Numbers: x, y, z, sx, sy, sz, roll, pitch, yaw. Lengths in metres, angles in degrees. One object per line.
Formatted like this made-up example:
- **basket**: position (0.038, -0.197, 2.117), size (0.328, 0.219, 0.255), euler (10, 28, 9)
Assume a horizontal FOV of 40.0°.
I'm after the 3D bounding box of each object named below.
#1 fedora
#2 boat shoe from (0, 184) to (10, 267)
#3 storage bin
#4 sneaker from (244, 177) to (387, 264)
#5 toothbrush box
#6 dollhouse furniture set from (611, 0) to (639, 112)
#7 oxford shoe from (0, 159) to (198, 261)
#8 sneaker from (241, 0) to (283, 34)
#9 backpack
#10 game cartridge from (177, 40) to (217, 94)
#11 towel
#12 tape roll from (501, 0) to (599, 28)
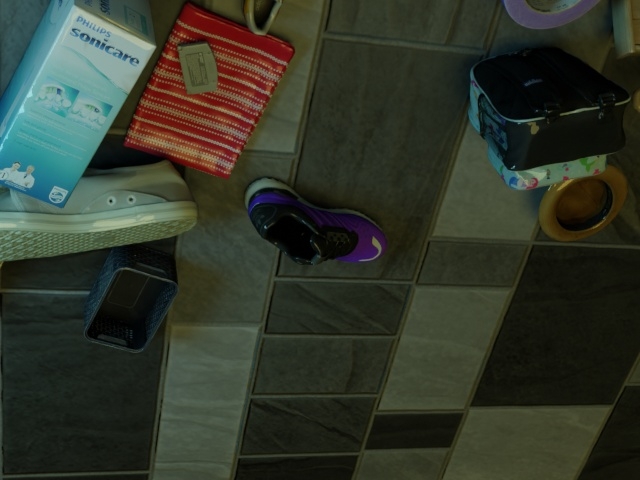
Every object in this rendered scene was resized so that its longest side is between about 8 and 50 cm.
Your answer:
- **fedora**: position (0.491, -0.087, 1.685), size (0.194, 0.079, 0.194), euler (-10, 132, -11)
- **boat shoe**: position (-0.580, 0.021, 1.479), size (0.109, 0.098, 0.302), euler (23, 117, -27)
- **storage bin**: position (-0.348, 0.105, 1.609), size (0.122, 0.084, 0.180), euler (19, 119, -26)
- **sneaker**: position (-0.001, 0.001, 1.581), size (0.293, 0.146, 0.102), euler (19, 118, -25)
- **toothbrush box**: position (-0.366, -0.233, 1.277), size (0.126, 0.216, 0.296), euler (22, 116, -28)
- **dollhouse furniture set**: position (0.617, -0.363, 1.338), size (0.173, 0.355, 0.304), euler (-4, 87, -13)
- **oxford shoe**: position (-0.423, -0.053, 1.417), size (0.449, 0.130, 0.169), euler (-9, 167, -22)
- **sneaker**: position (-0.074, -0.399, 1.312), size (0.069, 0.084, 0.186), euler (2, 125, -15)
- **backpack**: position (0.363, -0.213, 1.455), size (0.225, 0.254, 0.191), euler (-13, 132, -9)
- **game cartridge**: position (-0.191, -0.272, 1.382), size (0.055, 0.017, 0.083), euler (-7, 127, -1)
- **towel**: position (-0.182, -0.236, 1.438), size (0.198, 0.031, 0.275), euler (18, 119, -24)
- **tape roll**: position (0.363, -0.431, 1.375), size (0.188, 0.080, 0.189), euler (-10, 143, -8)
